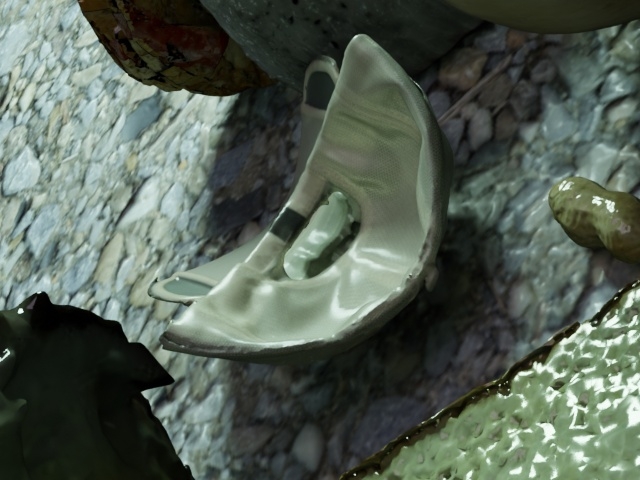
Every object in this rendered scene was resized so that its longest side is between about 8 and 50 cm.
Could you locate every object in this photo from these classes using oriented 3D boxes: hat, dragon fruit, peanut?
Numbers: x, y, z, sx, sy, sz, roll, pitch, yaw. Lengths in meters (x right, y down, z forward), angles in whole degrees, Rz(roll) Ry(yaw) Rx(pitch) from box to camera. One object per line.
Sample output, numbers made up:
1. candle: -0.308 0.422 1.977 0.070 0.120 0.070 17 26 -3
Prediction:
1. hat: 0.000 0.000 1.003 0.219 0.164 0.226 -55 -8 -5
2. dragon fruit: 0.028 -0.267 1.101 0.204 0.221 0.283 -12 48 52
3. peanut: 0.151 -0.012 0.849 0.037 0.037 0.083 -54 29 -3

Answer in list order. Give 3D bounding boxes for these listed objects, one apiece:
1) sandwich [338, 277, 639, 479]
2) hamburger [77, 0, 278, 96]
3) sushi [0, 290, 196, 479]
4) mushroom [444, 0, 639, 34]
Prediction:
1. sandwich: 0.121 0.157 0.660 0.301 0.099 0.271 -37 38 17
2. hamburger: -0.091 -0.220 1.206 0.107 0.231 0.231 6 63 51
3. sushi: -0.214 0.216 0.861 0.294 0.281 0.299 -23 34 30
4. mushroom: 0.108 -0.292 0.874 0.294 0.362 0.362 0 58 43
